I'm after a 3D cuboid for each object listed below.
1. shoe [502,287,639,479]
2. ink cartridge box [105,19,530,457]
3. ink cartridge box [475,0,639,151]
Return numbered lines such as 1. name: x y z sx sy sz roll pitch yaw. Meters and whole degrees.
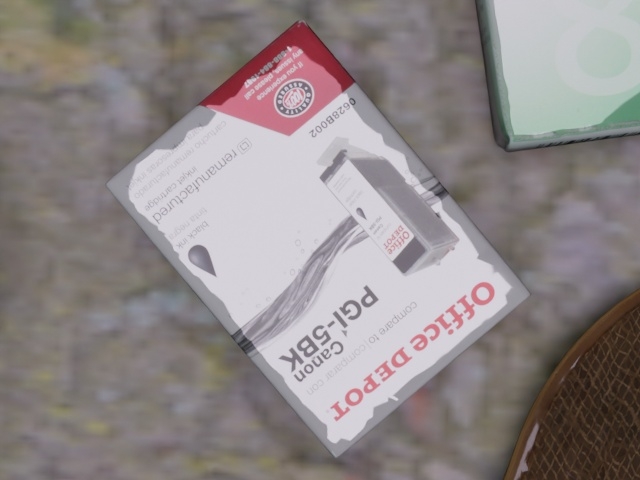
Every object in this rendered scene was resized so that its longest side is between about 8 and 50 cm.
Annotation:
1. shoe: 0.107 0.107 0.496 0.076 0.058 0.219 32 86 31
2. ink cartridge box: 0.000 0.000 0.490 0.099 0.056 0.135 -41 90 -1
3. ink cartridge box: 0.143 -0.156 0.493 0.181 0.056 0.224 -8 92 0
